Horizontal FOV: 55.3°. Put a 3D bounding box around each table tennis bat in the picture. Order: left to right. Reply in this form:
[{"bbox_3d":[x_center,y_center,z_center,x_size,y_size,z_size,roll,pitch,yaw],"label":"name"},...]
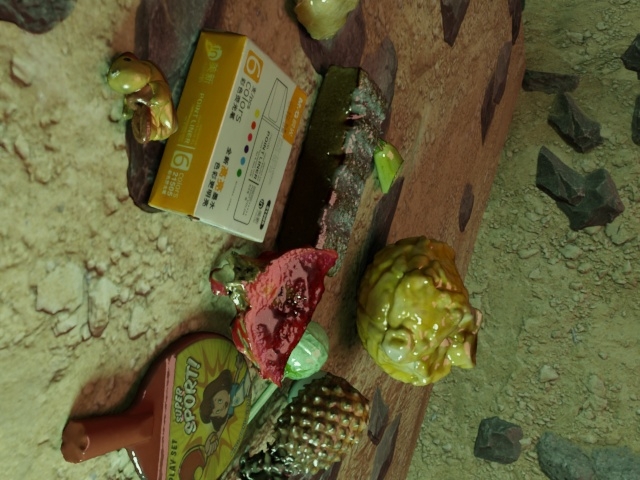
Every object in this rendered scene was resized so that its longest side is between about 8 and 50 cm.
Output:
[{"bbox_3d":[-0.232,0.282,0.976,0.414,0.051,0.268,14,79,-63],"label":"table tennis bat"}]

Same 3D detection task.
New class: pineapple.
[{"bbox_3d":[-0.054,0.428,1.228,0.361,0.175,0.175,-43,141,-30],"label":"pineapple"}]

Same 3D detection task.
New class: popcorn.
[{"bbox_3d":[0.245,0.192,1.660,0.344,0.354,0.390,3,57,-45],"label":"popcorn"}]

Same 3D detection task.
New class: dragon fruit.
[{"bbox_3d":[-0.106,0.091,1.074,0.211,0.134,0.262,44,68,-46],"label":"dragon fruit"}]

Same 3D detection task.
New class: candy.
[{"bbox_3d":[-0.126,0.330,1.213,0.440,0.119,0.119,-49,145,-33],"label":"candy"}]

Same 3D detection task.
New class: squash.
[{"bbox_3d":[0.176,-0.202,1.585,0.090,0.075,0.200,-42,145,-9],"label":"squash"}]

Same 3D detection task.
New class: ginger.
[{"bbox_3d":[0.034,-0.442,1.120,0.193,0.122,0.115,6,77,-71],"label":"ginger"}]

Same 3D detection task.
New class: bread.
[{"bbox_3d":[0.028,-0.135,1.262,0.165,0.113,0.417,18,87,-64],"label":"bread"}]

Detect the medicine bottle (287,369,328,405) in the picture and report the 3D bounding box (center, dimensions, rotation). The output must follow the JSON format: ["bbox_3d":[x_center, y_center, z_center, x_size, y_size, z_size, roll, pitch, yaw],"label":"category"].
[{"bbox_3d":[0.017,0.409,1.483,0.139,0.139,0.225,-67,154,-20],"label":"medicine bottle"}]

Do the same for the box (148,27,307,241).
[{"bbox_3d":[-0.132,-0.150,0.935,0.220,0.091,0.274,20,85,-66],"label":"box"}]

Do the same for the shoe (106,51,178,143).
[{"bbox_3d":[-0.218,-0.176,0.761,0.069,0.072,0.109,-53,147,-50],"label":"shoe"}]
